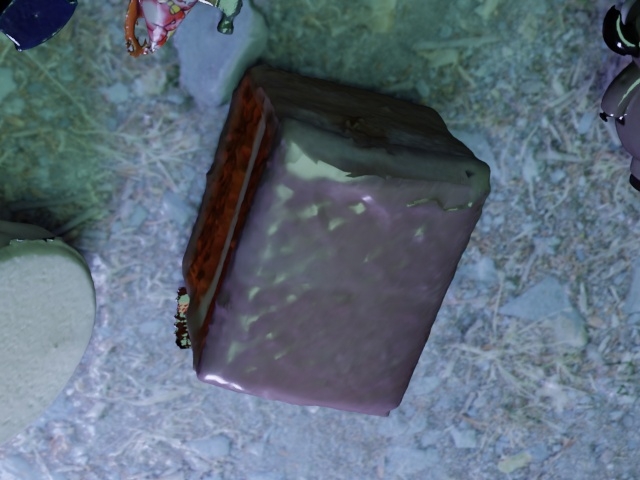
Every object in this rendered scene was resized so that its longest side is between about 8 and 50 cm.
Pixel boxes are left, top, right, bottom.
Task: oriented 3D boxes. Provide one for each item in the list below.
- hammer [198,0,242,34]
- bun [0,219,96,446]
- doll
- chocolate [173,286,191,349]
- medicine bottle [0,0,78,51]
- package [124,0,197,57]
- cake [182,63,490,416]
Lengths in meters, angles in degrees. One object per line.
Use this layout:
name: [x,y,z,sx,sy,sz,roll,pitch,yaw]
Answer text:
hammer: [-0.162,-0.258,1.198,0.182,0.017,0.062,15,114,-18]
bun: [-0.377,0.080,1.264,0.263,0.175,0.263,-38,144,-35]
doll: [0.385,-0.174,1.300,0.182,0.117,0.257,-14,121,-5]
chocolate: [-0.078,0.084,1.401,0.182,0.028,0.086,-4,112,-11]
medicine bottle: [-0.322,-0.294,1.084,0.079,0.124,0.258,-35,118,12]
package: [-0.120,-0.334,1.116,0.288,0.108,0.223,-37,114,1]
cake: [0.000,0.000,1.244,0.230,0.237,0.309,15,113,-17]
